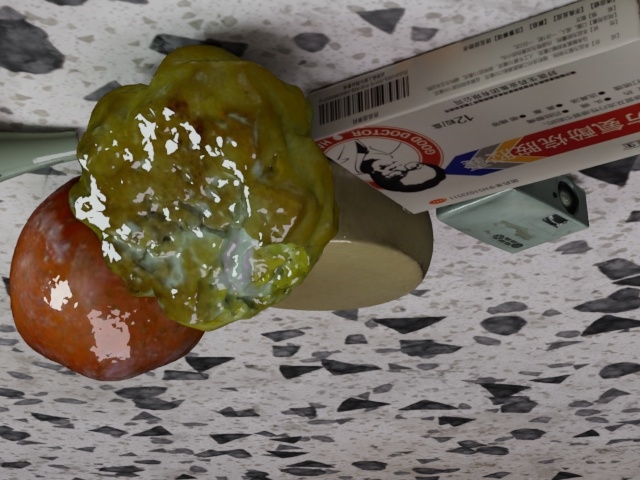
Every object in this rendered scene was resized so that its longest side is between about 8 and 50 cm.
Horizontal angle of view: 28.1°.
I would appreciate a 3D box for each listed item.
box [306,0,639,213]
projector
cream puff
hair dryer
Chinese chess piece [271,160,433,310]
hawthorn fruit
[{"bbox_3d":[0.189,-0.126,1.267,0.353,0.069,0.214,-14,154,32],"label":"box"},{"bbox_3d":[0.219,-0.044,1.459,0.115,0.061,0.147,-20,150,41],"label":"projector"},{"bbox_3d":[-0.101,-0.056,1.240,0.282,0.282,0.185,-9,-162,18],"label":"cream puff"},{"bbox_3d":[-0.323,-0.125,1.302,0.167,0.067,0.199,-3,144,-18],"label":"hair dryer"},{"bbox_3d":[0.000,0.000,1.510,0.273,0.102,0.273,-1,159,0],"label":"Chinese chess piece"},{"bbox_3d":[-0.242,0.028,1.435,0.235,0.263,0.231,-26,-159,-16],"label":"hawthorn fruit"}]
